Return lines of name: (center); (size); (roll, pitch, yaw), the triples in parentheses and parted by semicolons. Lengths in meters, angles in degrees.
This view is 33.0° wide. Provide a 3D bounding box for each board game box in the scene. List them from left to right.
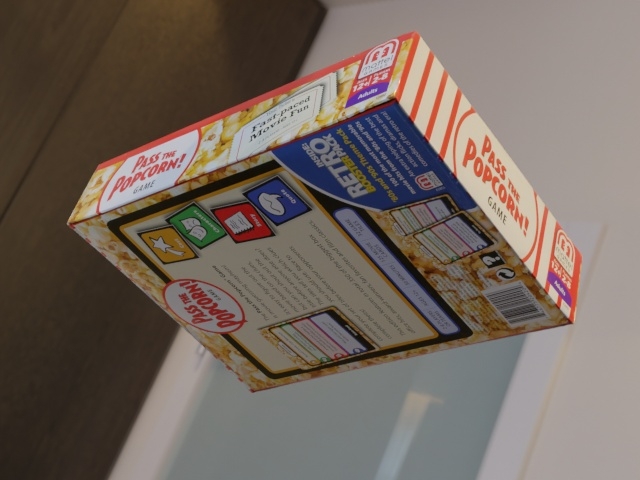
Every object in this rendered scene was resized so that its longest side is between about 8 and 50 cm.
board game box: (0.000, 0.000, 0.504); (0.193, 0.045, 0.147); (-17, -51, 35)
